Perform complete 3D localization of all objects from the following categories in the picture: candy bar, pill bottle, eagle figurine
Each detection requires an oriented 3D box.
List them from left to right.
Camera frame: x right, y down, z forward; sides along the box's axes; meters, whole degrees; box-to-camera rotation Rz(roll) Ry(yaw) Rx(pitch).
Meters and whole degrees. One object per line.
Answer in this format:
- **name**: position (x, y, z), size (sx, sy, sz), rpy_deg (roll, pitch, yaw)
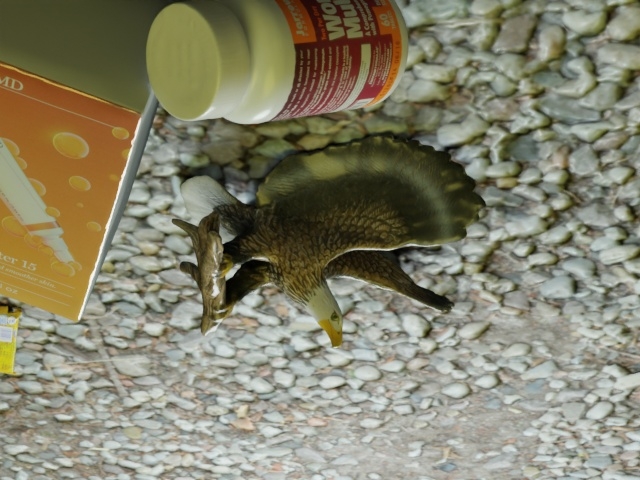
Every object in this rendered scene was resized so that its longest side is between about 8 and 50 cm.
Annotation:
- **candy bar**: position (-0.407, 0.133, 1.884), size (0.040, 0.018, 0.161), rpy_deg (7, 142, -10)
- **pill bottle**: position (-0.037, -0.168, 1.299), size (0.221, 0.121, 0.121), rpy_deg (-13, 159, -42)
- **eagle figurine**: position (0.004, 0.011, 1.593), size (0.298, 0.225, 0.226), rpy_deg (-19, -168, -18)

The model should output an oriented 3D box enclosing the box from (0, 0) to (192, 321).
- **box**: position (-0.280, -0.107, 1.418), size (0.215, 0.168, 0.345), rpy_deg (20, 140, -5)
